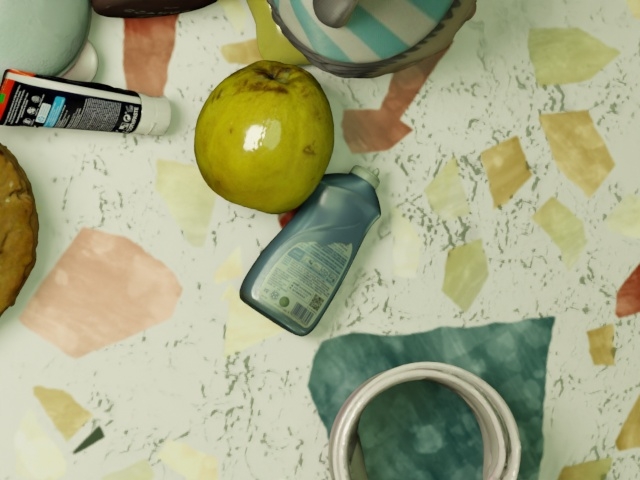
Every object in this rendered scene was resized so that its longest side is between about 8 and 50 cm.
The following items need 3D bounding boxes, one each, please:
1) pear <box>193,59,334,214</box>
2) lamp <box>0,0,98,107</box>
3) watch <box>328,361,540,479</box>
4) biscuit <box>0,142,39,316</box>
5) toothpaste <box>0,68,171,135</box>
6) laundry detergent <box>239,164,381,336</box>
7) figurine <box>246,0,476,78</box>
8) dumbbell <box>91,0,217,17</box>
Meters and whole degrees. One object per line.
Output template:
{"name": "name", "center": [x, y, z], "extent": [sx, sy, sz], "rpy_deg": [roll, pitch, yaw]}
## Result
{"name": "pear", "center": [-0.059, -0.108, 1.600], "extent": [0.149, 0.149, 0.162], "rpy_deg": [13, 108, -12]}
{"name": "lamp", "center": [-0.324, -0.263, 1.548], "extent": [0.179, 0.108, 0.246], "rpy_deg": [-20, 97, -36]}
{"name": "watch", "center": [0.102, 0.255, 1.618], "extent": [0.244, 0.196, 0.231], "rpy_deg": [-31, 89, -8]}
{"name": "biscuit", "center": [-0.418, -0.004, 1.495], "extent": [0.296, 0.075, 0.295], "rpy_deg": [-11, 119, -21]}
{"name": "toothpaste", "center": [-0.249, -0.142, 1.575], "extent": [0.194, 0.045, 0.071], "rpy_deg": [3, 131, -33]}
{"name": "laundry detergent", "center": [0.000, 0.000, 1.657], "extent": [0.097, 0.061, 0.206], "rpy_deg": [35, 82, -8]}
{"name": "figurine", "center": [0.043, -0.350, 1.514], "extent": [0.266, 0.378, 0.361], "rpy_deg": [-29, 97, -12]}
{"name": "dumbbell", "center": [-0.183, -0.349, 1.584], "extent": [0.140, 0.124, 0.225], "rpy_deg": [-6, 90, -35]}
